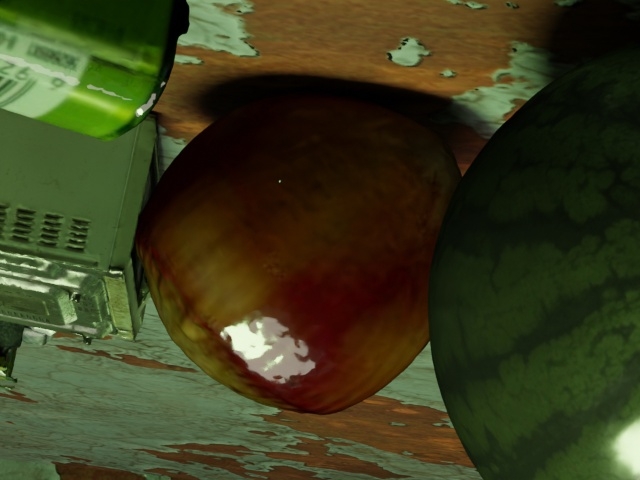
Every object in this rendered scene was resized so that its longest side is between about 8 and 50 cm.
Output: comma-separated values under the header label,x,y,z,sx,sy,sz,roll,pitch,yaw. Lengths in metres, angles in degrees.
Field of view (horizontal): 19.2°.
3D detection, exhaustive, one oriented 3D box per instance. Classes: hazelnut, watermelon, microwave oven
label,x,y,z,sx,sy,sz,roll,pitch,yaw
hazelnut,0.000,0.000,1.158,0.208,0.208,0.208,9,165,2
watermelon,0.194,0.034,0.949,0.279,0.278,0.359,10,164,-2
microwave oven,-0.190,-0.010,1.307,0.163,0.129,0.205,8,164,0

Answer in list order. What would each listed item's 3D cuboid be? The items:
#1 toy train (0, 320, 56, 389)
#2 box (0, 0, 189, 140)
label,x,y,z,sx,sy,sz,roll,pitch,yaw
toy train,-0.347,0.043,1.603,0.261,0.134,0.177,12,173,-5
box,-0.223,-0.152,0.796,0.346,0.134,0.097,16,159,-27
